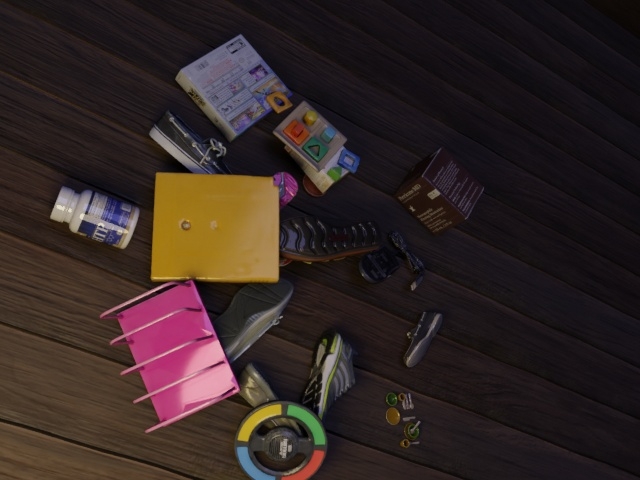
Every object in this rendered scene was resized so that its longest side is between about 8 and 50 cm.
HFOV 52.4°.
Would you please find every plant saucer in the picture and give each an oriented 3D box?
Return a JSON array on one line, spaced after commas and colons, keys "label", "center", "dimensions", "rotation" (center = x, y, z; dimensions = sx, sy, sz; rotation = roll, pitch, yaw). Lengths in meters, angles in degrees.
[{"label": "plant saucer", "center": [-0.018, -0.172, 1.995], "dimensions": [0.083, 0.013, 0.083], "rotation": [11, 65, -25]}]

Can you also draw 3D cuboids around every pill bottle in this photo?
[{"label": "pill bottle", "center": [-0.547, -0.060, 1.577], "dimensions": [0.186, 0.112, 0.112], "rotation": [21, 61, -21]}]

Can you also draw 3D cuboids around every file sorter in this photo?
[{"label": "file sorter", "center": [-0.344, 0.258, 1.474], "dimensions": [0.202, 0.182, 0.291], "rotation": [-25, 83, 0]}]

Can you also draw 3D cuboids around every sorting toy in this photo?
[{"label": "sorting toy", "center": [-0.024, -0.320, 1.939], "dimensions": [0.347, 0.047, 0.196], "rotation": [41, 52, -4]}]

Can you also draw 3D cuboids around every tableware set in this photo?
[{"label": "tableware set", "center": [0.236, 0.510, 1.855], "dimensions": [0.104, 0.024, 0.154], "rotation": [3, 69, -29]}]

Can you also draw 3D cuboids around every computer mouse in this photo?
[{"label": "computer mouse", "center": [0.213, 0.095, 1.995], "dimensions": [0.184, 0.060, 0.262], "rotation": [50, 43, 2]}]

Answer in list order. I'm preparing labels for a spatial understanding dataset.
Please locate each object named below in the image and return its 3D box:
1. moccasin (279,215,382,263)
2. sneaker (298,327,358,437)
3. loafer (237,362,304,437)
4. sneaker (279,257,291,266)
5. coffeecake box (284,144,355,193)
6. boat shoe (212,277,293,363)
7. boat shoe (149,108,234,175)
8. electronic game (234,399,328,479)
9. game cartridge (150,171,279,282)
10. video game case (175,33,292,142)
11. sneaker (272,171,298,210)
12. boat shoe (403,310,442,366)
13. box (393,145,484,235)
[{"label": "moccasin", "center": [-0.001, -0.003, 1.860], "dimensions": [0.380, 0.147, 0.139], "rotation": [-10, 80, -41]}, {"label": "sneaker", "center": [0.032, 0.390, 1.737], "dimensions": [0.121, 0.111, 0.300], "rotation": [30, 60, -22]}, {"label": "loafer", "center": [-0.132, 0.427, 1.647], "dimensions": [0.087, 0.094, 0.251], "rotation": [-37, 93, -1]}, {"label": "sneaker", "center": [-0.117, 0.045, 1.813], "dimensions": [0.118, 0.067, 0.042], "rotation": [-11, 75, -32]}, {"label": "coffeecake box", "center": [0.004, -0.259, 1.998], "dimensions": [0.185, 0.068, 0.142], "rotation": [50, 51, 2]}, {"label": "boat shoe", "center": [-0.187, 0.211, 1.692], "dimensions": [0.118, 0.103, 0.320], "rotation": [24, 47, 22]}, {"label": "boat shoe", "center": [-0.315, -0.236, 1.774], "dimensions": [0.306, 0.113, 0.105], "rotation": [39, 100, -3]}, {"label": "electronic game", "center": [-0.096, 0.497, 1.586], "dimensions": [0.229, 0.048, 0.229], "rotation": [-1, 99, -5]}, {"label": "game cartridge", "center": [-0.268, -0.032, 1.683], "dimensions": [0.323, 0.053, 0.285], "rotation": [2, 77, -10]}, {"label": "video game case", "center": [-0.254, -0.458, 1.945], "dimensions": [0.244, 0.061, 0.269], "rotation": [49, 54, -4]}, {"label": "sneaker", "center": [-0.168, -0.080, 1.819], "dimensions": [0.252, 0.111, 0.103], "rotation": [-45, 97, -13]}, {"label": "boat shoe", "center": [0.297, 0.295, 1.971], "dimensions": [0.065, 0.075, 0.206], "rotation": [21, 56, 29]}, {"label": "box", "center": [0.387, -0.159, 2.132], "dimensions": [0.203, 0.168, 0.167], "rotation": [42, 56, -9]}]
